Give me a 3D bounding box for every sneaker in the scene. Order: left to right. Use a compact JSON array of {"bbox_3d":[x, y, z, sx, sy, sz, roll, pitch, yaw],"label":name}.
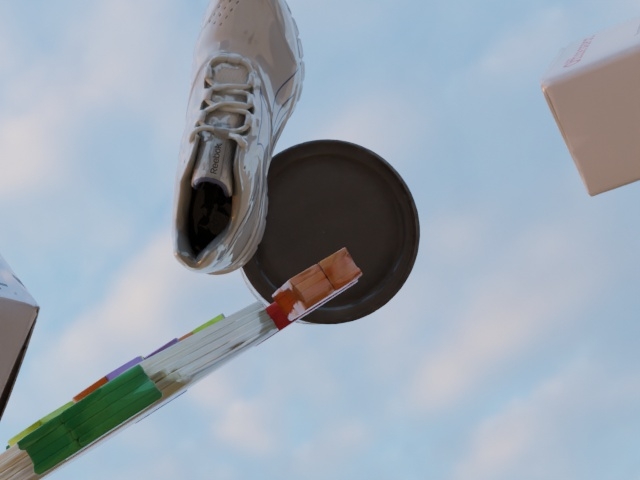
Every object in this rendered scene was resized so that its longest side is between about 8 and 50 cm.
[{"bbox_3d":[-0.081,-0.104,1.147,0.111,0.129,0.297,7,-82,3],"label":"sneaker"}]

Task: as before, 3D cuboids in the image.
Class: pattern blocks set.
[{"bbox_3d":[-0.102,0.084,0.650,0.285,0.026,0.325,-33,-3,4],"label":"pattern blocks set"}]

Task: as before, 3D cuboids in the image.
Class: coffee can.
[{"bbox_3d":[0.000,0.000,1.449,0.202,0.201,0.275,-8,-4,-4],"label":"coffee can"}]

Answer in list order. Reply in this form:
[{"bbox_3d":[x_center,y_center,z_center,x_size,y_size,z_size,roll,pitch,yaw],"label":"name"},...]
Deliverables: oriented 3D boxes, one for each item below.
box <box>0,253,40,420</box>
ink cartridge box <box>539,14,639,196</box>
[{"bbox_3d":[-0.273,0.004,0.482,0.231,0.262,0.126,15,-76,-37],"label":"box"},{"bbox_3d":[0.348,-0.155,1.062,0.273,0.198,0.114,-20,-80,23],"label":"ink cartridge box"}]
